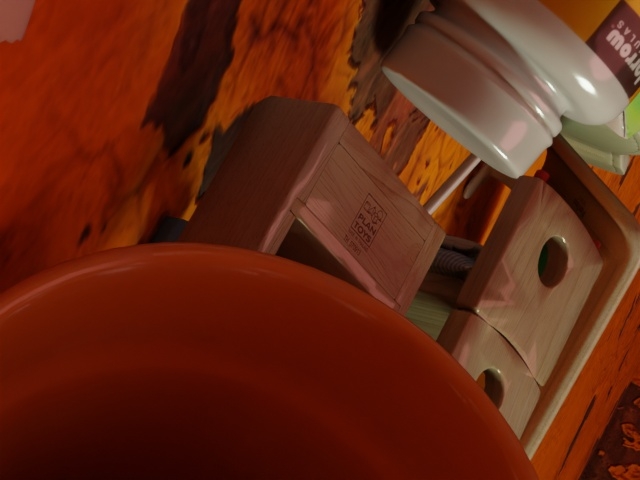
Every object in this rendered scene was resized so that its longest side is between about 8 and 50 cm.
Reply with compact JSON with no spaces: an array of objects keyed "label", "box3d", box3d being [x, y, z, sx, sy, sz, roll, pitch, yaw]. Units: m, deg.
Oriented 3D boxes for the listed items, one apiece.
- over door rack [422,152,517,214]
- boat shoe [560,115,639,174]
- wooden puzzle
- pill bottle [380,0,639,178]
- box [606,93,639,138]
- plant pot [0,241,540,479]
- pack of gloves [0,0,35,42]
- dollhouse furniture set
[{"label":"over door rack","box3d":[0.074,0.043,1.093,0.324,0.108,0.239,-59,166,-25]},{"label":"boat shoe","box3d":[0.203,-0.099,1.411,0.228,0.081,0.068,44,68,-84]},{"label":"wooden puzzle","box3d":[0.125,0.057,1.295,0.221,0.044,0.238,-111,-138,-71]},{"label":"pill bottle","box3d":[0.126,-0.136,0.899,0.215,0.117,0.117,-50,166,-1]},{"label":"box","box3d":[0.271,-0.220,1.086,0.322,0.058,0.232,-32,144,-10]},{"label":"plant pot","box3d":[-0.053,0.134,0.614,0.205,0.205,0.188,-56,179,-36]},{"label":"pack of gloves","box3d":[-0.056,-0.136,0.404,0.232,0.046,0.195,-69,166,15]},{"label":"dollhouse furniture set","box3d":[0.000,0.000,0.773,0.183,0.129,0.129,47,64,-44]}]
